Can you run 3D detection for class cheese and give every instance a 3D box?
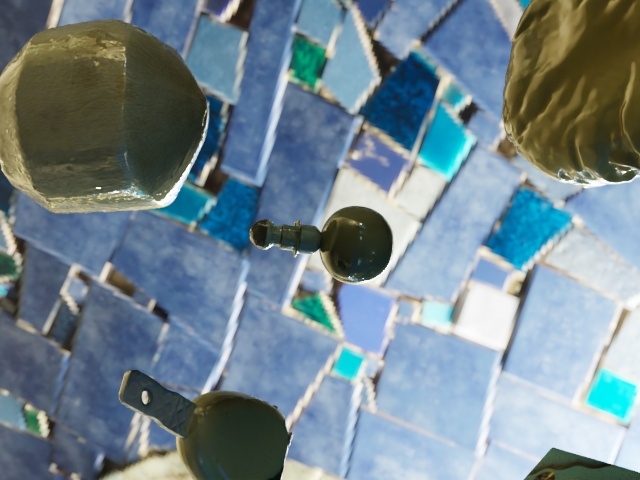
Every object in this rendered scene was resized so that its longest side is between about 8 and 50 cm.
[{"bbox_3d":[0.274,-0.153,1.055,0.117,0.214,0.226,25,77,-39],"label":"cheese"},{"bbox_3d":[-0.124,0.197,1.239,0.251,0.054,0.127,42,54,-44],"label":"cheese"}]

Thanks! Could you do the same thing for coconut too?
[{"bbox_3d":[-0.254,-0.147,1.446,0.245,0.247,0.245,-2,90,-84],"label":"coconut"}]

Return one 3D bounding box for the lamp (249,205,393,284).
[{"bbox_3d":[0.000,0.000,1.349,0.091,0.163,0.091,-173,-90,-79],"label":"lamp"}]

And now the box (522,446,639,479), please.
[{"bbox_3d":[0.159,0.255,0.856,0.229,0.162,0.041,-43,112,-21],"label":"box"}]
